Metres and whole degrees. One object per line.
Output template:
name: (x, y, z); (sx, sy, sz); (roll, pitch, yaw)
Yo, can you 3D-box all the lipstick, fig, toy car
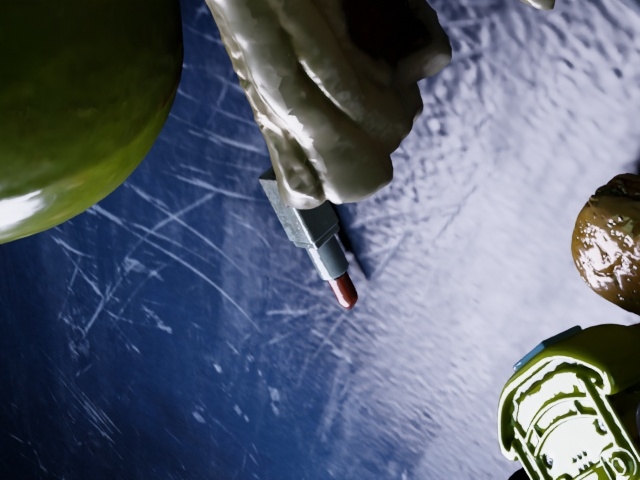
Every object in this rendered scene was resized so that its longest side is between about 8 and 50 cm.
lipstick: (0.000, 0.000, 0.965); (0.030, 0.030, 0.129); (8, 133, 50)
fig: (-0.252, -0.123, 0.863); (0.316, 0.316, 0.316); (34, 149, 24)
toy car: (0.215, 0.153, 0.738); (0.248, 0.142, 0.200); (64, 154, 12)

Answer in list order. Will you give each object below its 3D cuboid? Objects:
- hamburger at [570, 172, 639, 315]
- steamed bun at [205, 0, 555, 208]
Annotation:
hamburger: (0.173, 0.003, 0.711); (0.076, 0.044, 0.083); (32, 151, 29)
steamed bun: (-0.003, -0.203, 0.576); (0.247, 0.189, 0.428); (-98, -13, -67)
